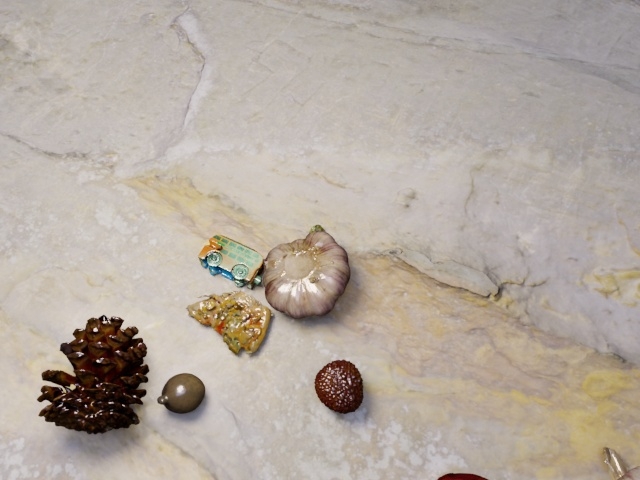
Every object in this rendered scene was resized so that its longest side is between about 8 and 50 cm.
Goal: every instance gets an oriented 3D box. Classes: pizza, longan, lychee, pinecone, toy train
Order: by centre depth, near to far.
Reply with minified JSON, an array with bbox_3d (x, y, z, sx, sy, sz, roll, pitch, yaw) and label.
[{"bbox_3d":[-0.522,0.310,1.296,0.247,0.246,0.292,-2,47,-3],"label":"pinecone"},{"bbox_3d":[-0.340,0.372,1.333,0.119,0.106,0.106,-11,62,-43],"label":"longan"},{"bbox_3d":[0.050,0.358,1.347,0.129,0.123,0.123,41,71,18],"label":"lychee"},{"bbox_3d":[-0.232,0.192,1.439,0.226,0.069,0.147,36,72,13],"label":"pizza"},{"bbox_3d":[-0.235,0.060,1.497,0.188,0.072,0.099,24,62,9],"label":"toy train"}]

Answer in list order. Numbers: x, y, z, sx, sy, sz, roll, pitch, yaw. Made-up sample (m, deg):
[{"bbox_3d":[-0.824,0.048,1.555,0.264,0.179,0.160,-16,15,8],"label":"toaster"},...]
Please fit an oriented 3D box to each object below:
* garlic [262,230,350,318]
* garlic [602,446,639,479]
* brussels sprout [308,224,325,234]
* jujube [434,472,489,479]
[{"bbox_3d":[-0.032,0.096,1.447,0.245,0.160,0.244,-9,61,16],"label":"garlic"},{"bbox_3d":[0.720,0.585,1.255,0.245,0.244,0.253,-11,31,-7],"label":"garlic"},{"bbox_3d":[0.000,0.000,1.540,0.085,0.058,0.085,20,30,-12],"label":"brussels sprout"},{"bbox_3d":[0.282,0.610,1.216,0.251,0.174,0.174,-15,68,-9],"label":"jujube"}]
